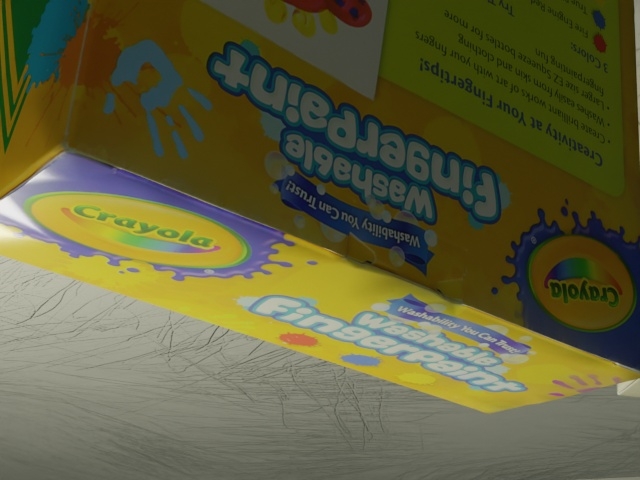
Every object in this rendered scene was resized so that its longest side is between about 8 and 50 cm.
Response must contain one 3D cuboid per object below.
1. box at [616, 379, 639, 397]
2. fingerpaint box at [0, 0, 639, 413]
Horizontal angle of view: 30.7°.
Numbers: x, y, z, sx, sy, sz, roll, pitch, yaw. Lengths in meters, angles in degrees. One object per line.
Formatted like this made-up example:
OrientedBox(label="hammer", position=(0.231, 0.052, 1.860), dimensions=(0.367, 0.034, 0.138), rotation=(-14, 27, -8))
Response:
OrientedBox(label="box", position=(0.560, 0.142, 1.556), dimensions=(0.311, 0.148, 0.121), rotation=(6, 155, -7))
OrientedBox(label="fingerpaint box", position=(0.016, -0.119, 0.794), dimensions=(0.445, 0.371, 0.163), rotation=(21, 151, -33))
